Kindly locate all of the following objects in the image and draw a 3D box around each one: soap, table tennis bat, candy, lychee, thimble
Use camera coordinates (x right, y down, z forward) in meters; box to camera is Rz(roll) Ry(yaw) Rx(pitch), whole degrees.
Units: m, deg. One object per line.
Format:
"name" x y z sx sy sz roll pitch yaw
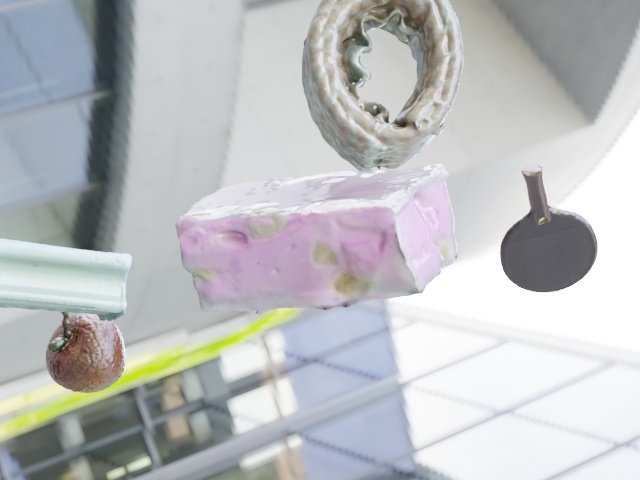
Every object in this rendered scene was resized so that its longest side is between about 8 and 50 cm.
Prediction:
"soap" -0.284 0.033 1.558 0.114 0.198 0.063 169 -73 -69
"table tennis bat" 0.246 0.019 1.792 0.119 0.108 0.170 -98 172 -54
"candy" 0.000 0.000 1.762 0.265 0.155 0.115 -4 -76 27
"lychee" -0.304 0.134 2.178 0.140 0.114 0.101 55 5 -21
"thimble" 0.077 -0.210 2.101 0.148 0.196 0.229 106 -31 -78
